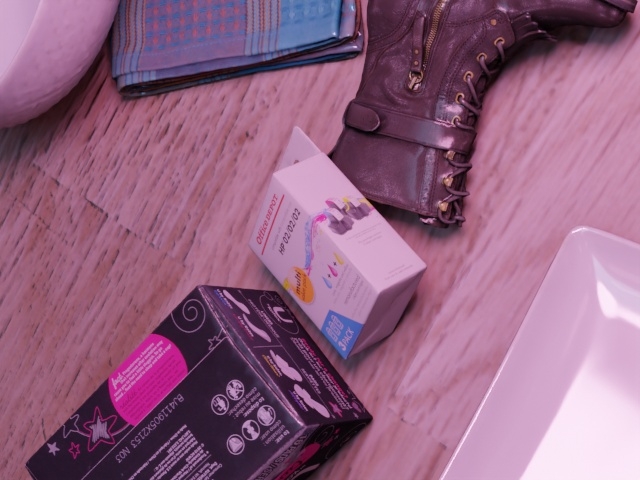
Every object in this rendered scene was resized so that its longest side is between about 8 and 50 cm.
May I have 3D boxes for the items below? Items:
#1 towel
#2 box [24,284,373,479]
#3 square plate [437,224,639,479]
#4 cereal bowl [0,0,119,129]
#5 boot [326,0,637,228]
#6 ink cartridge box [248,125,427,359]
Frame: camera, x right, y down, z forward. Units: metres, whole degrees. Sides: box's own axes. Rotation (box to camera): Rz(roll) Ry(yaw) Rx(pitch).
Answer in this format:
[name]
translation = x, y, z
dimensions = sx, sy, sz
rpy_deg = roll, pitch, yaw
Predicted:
[towel]
translation = -0.097, -0.338, 1.202
dimensions = 0.271, 0.040, 0.370
rpy_deg = -7, 82, 25
[box]
translation = -0.106, 0.180, 1.101
dimensions = 0.247, 0.142, 0.163
rpy_deg = -45, 69, 18
[square plate]
translation = 0.271, 0.191, 0.903
dimensions = 0.347, 0.049, 0.344
rpy_deg = 22, 72, 27
[cereal bowl]
translation = -0.300, -0.269, 1.222
dimensions = 0.339, 0.141, 0.339
rpy_deg = -6, 82, 41
[boot]
translation = 0.127, -0.123, 1.052
dimensions = 0.263, 0.091, 0.229
rpy_deg = 12, 96, 31
[ink cartridge box]
translation = 0.000, 0.000, 1.081
dimensions = 0.181, 0.061, 0.104
rpy_deg = 49, 143, 22
